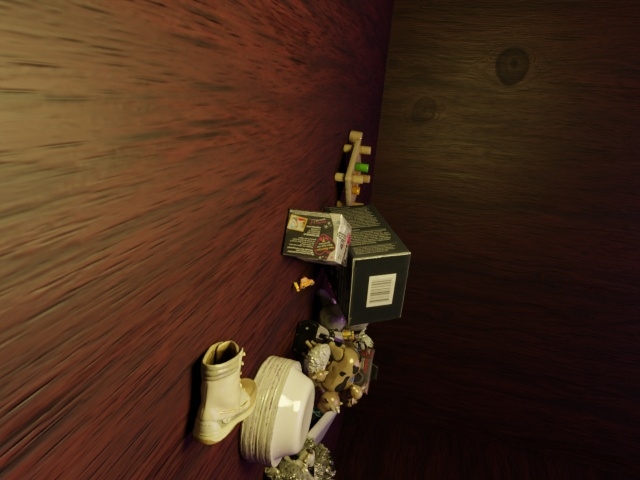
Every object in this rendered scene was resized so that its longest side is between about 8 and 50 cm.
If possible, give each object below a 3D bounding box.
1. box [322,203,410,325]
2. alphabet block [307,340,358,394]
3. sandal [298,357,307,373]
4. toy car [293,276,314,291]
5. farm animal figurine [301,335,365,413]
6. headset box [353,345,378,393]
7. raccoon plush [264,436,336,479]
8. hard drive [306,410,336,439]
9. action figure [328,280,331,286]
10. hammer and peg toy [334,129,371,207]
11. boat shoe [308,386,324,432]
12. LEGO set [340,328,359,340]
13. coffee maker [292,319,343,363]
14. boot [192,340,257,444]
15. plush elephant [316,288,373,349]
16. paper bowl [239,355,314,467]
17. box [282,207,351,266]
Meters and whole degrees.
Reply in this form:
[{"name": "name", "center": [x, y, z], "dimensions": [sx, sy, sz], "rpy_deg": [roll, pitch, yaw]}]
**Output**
[{"name": "box", "center": [0.156, 0.076, 1.578], "dimensions": [0.395, 0.211, 0.294], "rpy_deg": [-115, -157, -57]}, {"name": "alphabet block", "center": [0.061, 0.583, 1.906], "dimensions": [0.192, 0.197, 0.193], "rpy_deg": [86, 17, -44]}, {"name": "sandal", "center": [-0.056, 0.477, 1.642], "dimensions": [0.254, 0.054, 0.097], "rpy_deg": [71, 39, -73]}, {"name": "toy car", "center": [-0.056, 0.141, 1.379], "dimensions": [0.122, 0.060, 0.041], "rpy_deg": [47, 21, -83]}, {"name": "farm animal figurine", "center": [0.049, 0.494, 1.407], "dimensions": [0.330, 0.172, 0.327], "rpy_deg": [8, 113, -43]}, {"name": "headset box", "center": [0.159, 0.678, 2.205], "dimensions": [0.110, 0.293, 0.218], "rpy_deg": [-36, 134, -74]}, {"name": "raccoon plush", "center": [-0.096, 0.920, 1.439], "dimensions": [0.299, 0.216, 0.447], "rpy_deg": [4, 95, -70]}, {"name": "hard drive", "center": [-0.026, 0.864, 1.806], "dimensions": [0.203, 0.040, 0.307], "rpy_deg": [-64, 160, 13]}, {"name": "action figure", "center": [0.056, 0.171, 1.994], "dimensions": [0.038, 0.030, 0.115], "rpy_deg": [78, 25, -72]}, {"name": "hammer and peg toy", "center": [0.167, -0.324, 1.906], "dimensions": [0.266, 0.127, 0.361], "rpy_deg": [83, 20, -53]}, {"name": "boat shoe", "center": [-0.022, 0.798, 1.897], "dimensions": [0.089, 0.109, 0.258], "rpy_deg": [-51, 146, -61]}, {"name": "LEGO set", "center": [0.203, 0.394, 2.286], "dimensions": [0.331, 0.192, 0.255], "rpy_deg": [-98, -173, -71]}, {"name": "coffee maker", "center": [-0.012, 0.390, 1.502], "dimensions": [0.178, 0.120, 0.171], "rpy_deg": [33, 91, -45]}, {"name": "boot", "center": [-0.181, 0.282, 0.831], "dimensions": [0.213, 0.077, 0.165], "rpy_deg": [-18, 114, -74]}, {"name": "plush elephant", "center": [0.075, 0.301, 1.735], "dimensions": [0.255, 0.272, 0.330], "rpy_deg": [23, 35, -42]}, {"name": "paper bowl", "center": [-0.107, 0.481, 1.159], "dimensions": [0.284, 0.148, 0.284], "rpy_deg": [7, 90, -79]}, {"name": "box", "center": [0.000, 0.000, 1.261], "dimensions": [0.247, 0.163, 0.142], "rpy_deg": [30, 68, -78]}]
